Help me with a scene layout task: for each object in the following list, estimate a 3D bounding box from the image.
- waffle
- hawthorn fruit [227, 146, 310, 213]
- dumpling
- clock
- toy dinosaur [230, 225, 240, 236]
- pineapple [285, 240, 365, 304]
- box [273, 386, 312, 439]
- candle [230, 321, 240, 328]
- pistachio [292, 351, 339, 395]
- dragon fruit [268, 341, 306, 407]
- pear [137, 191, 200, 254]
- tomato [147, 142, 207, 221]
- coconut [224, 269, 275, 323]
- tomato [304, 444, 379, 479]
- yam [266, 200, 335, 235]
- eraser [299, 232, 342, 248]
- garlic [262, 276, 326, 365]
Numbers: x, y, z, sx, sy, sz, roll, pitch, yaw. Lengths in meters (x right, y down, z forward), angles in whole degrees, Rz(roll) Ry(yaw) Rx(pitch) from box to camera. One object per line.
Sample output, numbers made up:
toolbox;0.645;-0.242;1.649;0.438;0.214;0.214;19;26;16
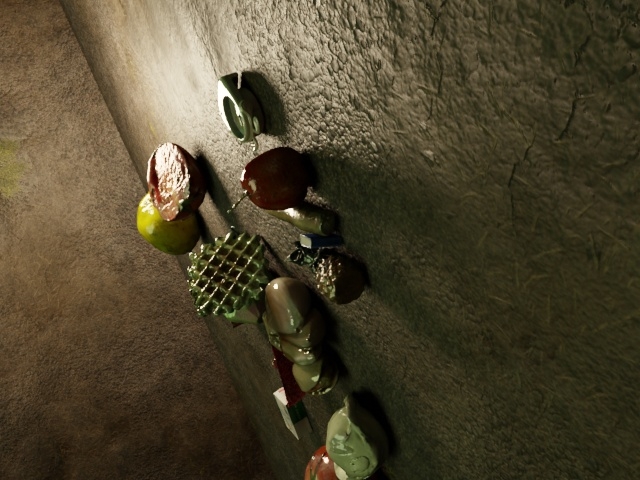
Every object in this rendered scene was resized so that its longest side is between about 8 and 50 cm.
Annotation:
waffle;-0.308;0.109;1.790;0.056;0.291;0.309;63;-172;-53
hawthorn fruit;-0.129;-0.136;1.276;0.162;0.203;0.163;47;150;38
dumpling;0.115;0.580;1.625;0.243;0.187;0.318;-78;-6;-58
clock;-0.205;-0.334;1.416;0.191;0.062;0.151;54;155;21
toy dinosaur;-0.313;0.006;2.037;0.080;0.045;0.197;31;150;32
pineapple;0.006;0.062;1.312;0.119;0.111;0.237;47;173;-40
box;-0.123;0.765;2.380;0.135;0.081;0.199;19;129;60
candle;-0.371;0.232;2.304;0.287;0.131;0.317;92;155;-60
pistachio;-0.016;0.425;1.714;0.144;0.143;0.215;66;161;-4
dragon fruit;-0.109;0.466;1.996;0.161;0.126;0.274;147;106;-77
pear;-0.708;-0.073;2.534;0.287;0.287;0.375;34;157;50
tomato;-0.554;-0.234;2.148;0.308;0.170;0.309;1;93;36
coconut;-0.248;0.189;1.882;0.236;0.235;0.205;50;166;29
tomato;0.074;0.816;1.790;0.265;0.264;0.265;47;152;35
yam;-0.060;-0.071;1.370;0.317;0.067;0.071;23;107;56
eraser;0.000;0.000;1.292;0.063;0.084;0.027;21;112;60
garlic;-0.082;0.246;1.659;0.325;0.132;0.279;-25;89;61
